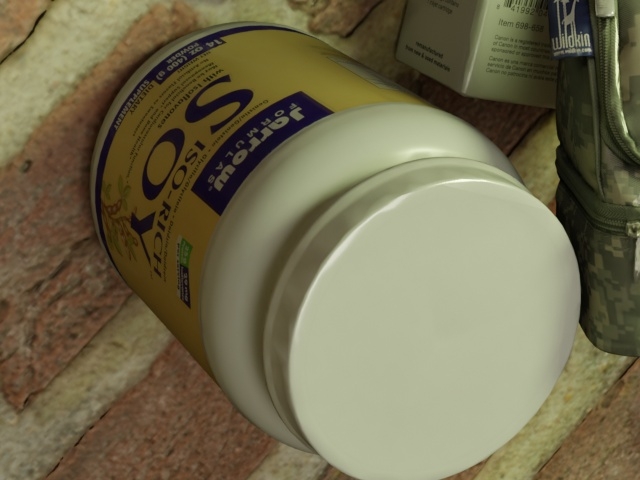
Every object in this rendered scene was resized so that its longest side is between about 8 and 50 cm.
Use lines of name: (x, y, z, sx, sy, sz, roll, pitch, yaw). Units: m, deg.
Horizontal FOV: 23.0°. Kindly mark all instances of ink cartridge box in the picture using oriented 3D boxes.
ink cartridge box: (0.193, -0.244, 1.202, 0.197, 0.114, 0.272, 5, 109, -28)

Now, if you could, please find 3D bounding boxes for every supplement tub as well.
supplement tub: (0.000, 0.000, 1.073, 0.241, 0.331, 0.241, -11, 115, -24)

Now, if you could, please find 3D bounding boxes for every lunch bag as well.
lunch bag: (0.295, -0.073, 1.006, 0.305, 0.212, 0.256, -2, 104, 3)
